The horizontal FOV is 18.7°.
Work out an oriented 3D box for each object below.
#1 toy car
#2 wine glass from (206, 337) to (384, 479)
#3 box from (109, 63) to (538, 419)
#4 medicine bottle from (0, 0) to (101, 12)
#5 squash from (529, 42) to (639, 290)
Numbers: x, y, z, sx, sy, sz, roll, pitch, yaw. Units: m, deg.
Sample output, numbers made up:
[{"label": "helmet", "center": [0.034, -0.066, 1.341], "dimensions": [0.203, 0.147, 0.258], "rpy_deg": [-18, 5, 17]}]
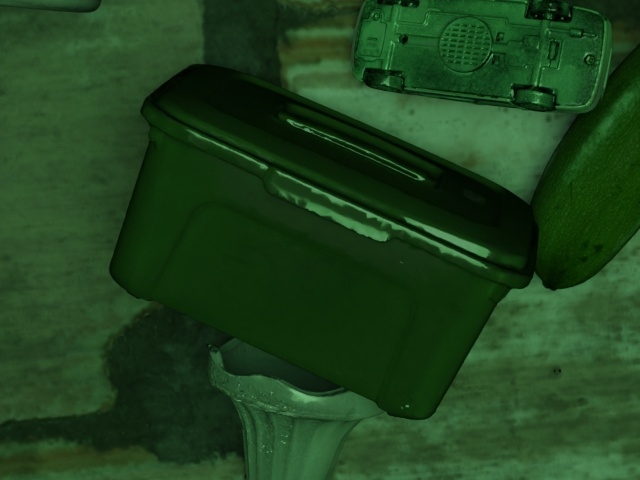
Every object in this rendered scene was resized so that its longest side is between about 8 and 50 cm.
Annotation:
[{"label": "toy car", "center": [0.136, -0.158, 1.642], "dimensions": [0.224, 0.076, 0.090], "rpy_deg": [9, 87, 25]}, {"label": "wine glass", "center": [-0.029, 0.188, 1.654], "dimensions": [0.165, 0.165, 0.196], "rpy_deg": [10, 100, -5]}, {"label": "box", "center": [0.000, 0.000, 1.578], "dimensions": [0.328, 0.253, 0.178], "rpy_deg": [23, 103, 3]}, {"label": "medicine bottle", "center": [-0.260, -0.346, 1.548], "dimensions": [0.202, 0.202, 0.316], "rpy_deg": [6, 96, -4]}, {"label": "squash", "center": [0.294, -0.117, 1.623], "dimensions": [0.107, 0.107, 0.395], "rpy_deg": [36, 116, -7]}]
